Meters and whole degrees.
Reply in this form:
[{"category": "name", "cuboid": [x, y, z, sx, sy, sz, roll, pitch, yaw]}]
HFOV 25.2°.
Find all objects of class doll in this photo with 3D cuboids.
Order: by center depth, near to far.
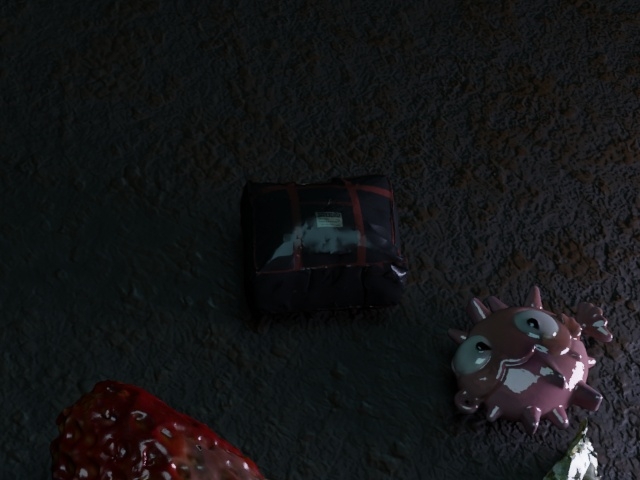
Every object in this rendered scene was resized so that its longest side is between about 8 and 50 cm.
[{"category": "doll", "cuboid": [0.272, 0.154, 1.860, 0.262, 0.093, 0.211, -23, 59, -24]}]

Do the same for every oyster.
[{"category": "oyster", "cuboid": [0.296, 0.302, 1.775, 0.061, 0.106, 0.200, 1, 24, 37]}]

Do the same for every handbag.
[{"category": "handbag", "cuboid": [0.000, 0.000, 1.871, 0.215, 0.155, 0.169, -2, 48, -12]}]

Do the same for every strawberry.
[{"category": "strawberry", "cuboid": [-0.149, 0.289, 1.575, 0.336, 0.149, 0.265, 52, 44, 5]}]
